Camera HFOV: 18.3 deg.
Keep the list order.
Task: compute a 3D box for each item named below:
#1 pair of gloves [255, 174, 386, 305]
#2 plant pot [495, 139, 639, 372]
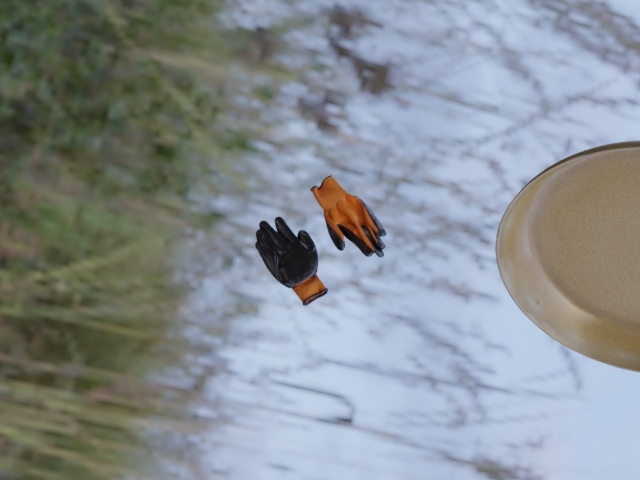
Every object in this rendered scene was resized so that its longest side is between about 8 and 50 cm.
[{"bbox_3d":[0.000,0.000,1.372,0.074,0.083,0.010,50,-11,27],"label":"pair of gloves"},{"bbox_3d":[0.244,0.009,1.413,0.236,0.236,0.032,-44,-159,46],"label":"plant pot"}]
